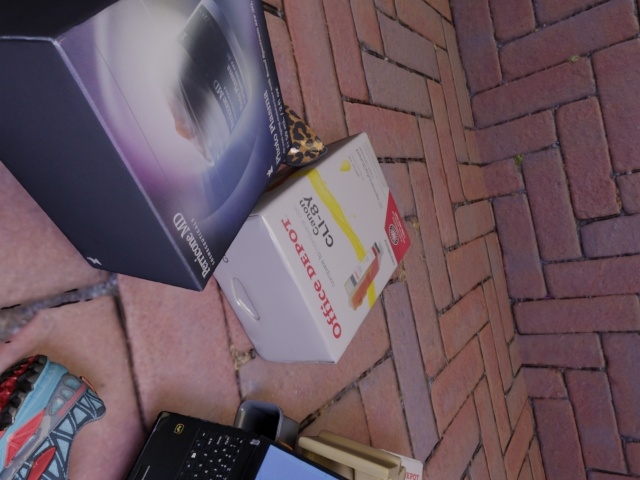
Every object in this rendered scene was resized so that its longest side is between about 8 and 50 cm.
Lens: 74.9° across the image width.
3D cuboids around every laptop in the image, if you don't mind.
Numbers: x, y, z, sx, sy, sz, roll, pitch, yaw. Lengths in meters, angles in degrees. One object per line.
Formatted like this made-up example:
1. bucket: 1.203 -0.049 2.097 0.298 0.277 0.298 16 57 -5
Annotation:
1. laptop: -0.117 0.372 0.514 0.264 0.136 0.234 38 69 -40

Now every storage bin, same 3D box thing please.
1. storage bin: -0.081 0.334 0.663 0.091 0.098 0.135 47 47 -49

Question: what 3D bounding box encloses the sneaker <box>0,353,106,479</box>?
1. sneaker: -0.295 0.250 0.390 0.125 0.104 0.262 49 47 -37

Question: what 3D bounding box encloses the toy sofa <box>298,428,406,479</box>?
1. toy sofa: 0.012 0.500 0.637 0.177 0.150 0.363 49 54 -59

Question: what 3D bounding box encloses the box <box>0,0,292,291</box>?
1. box: -0.184 -0.150 0.489 0.296 0.182 0.294 78 29 -47

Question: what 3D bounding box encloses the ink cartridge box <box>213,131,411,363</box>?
1. ink cartridge box: 0.000 0.000 0.787 0.385 0.160 0.279 -46 118 -47

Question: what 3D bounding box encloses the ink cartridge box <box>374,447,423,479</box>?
1. ink cartridge box: 0.099 0.559 0.814 0.197 0.114 0.273 38 54 -40

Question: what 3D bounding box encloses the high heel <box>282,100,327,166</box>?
1. high heel: -0.067 -0.259 0.744 0.093 0.186 0.261 105 -7 -80
